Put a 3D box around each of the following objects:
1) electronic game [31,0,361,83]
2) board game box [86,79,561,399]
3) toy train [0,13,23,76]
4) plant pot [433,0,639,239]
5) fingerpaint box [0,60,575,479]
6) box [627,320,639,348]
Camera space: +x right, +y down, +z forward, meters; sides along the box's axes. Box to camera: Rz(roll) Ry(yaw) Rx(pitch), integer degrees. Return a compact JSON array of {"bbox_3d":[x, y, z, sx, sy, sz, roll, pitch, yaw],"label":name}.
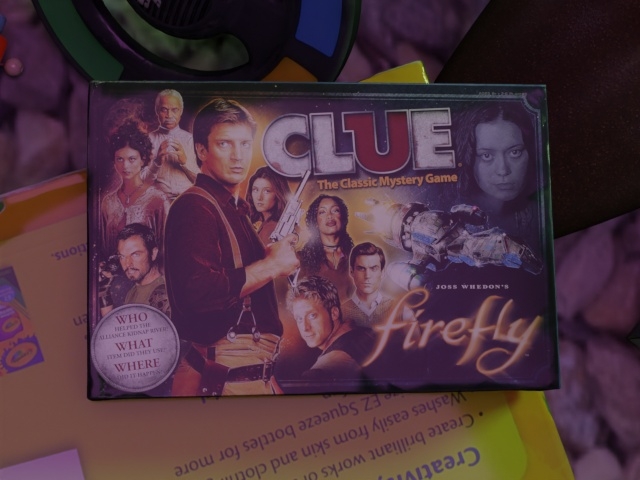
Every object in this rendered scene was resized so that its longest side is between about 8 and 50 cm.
[{"bbox_3d":[-0.083,-0.164,0.807,0.229,0.229,0.048,38,41,-2],"label":"electronic game"},{"bbox_3d":[0.000,0.000,0.707,0.243,0.042,0.165,-1,82,-7],"label":"board game box"},{"bbox_3d":[-0.232,-0.180,0.845,0.125,0.046,0.166,20,85,-47],"label":"toy train"},{"bbox_3d":[0.179,-0.105,0.839,0.230,0.215,0.215,-38,90,4],"label":"plant pot"},{"bbox_3d":[-0.097,0.147,0.781,0.445,0.163,0.371,-20,86,-9],"label":"fingerpaint box"},{"bbox_3d":[0.326,0.068,0.909,0.186,0.038,0.145,39,81,-1],"label":"box"}]
